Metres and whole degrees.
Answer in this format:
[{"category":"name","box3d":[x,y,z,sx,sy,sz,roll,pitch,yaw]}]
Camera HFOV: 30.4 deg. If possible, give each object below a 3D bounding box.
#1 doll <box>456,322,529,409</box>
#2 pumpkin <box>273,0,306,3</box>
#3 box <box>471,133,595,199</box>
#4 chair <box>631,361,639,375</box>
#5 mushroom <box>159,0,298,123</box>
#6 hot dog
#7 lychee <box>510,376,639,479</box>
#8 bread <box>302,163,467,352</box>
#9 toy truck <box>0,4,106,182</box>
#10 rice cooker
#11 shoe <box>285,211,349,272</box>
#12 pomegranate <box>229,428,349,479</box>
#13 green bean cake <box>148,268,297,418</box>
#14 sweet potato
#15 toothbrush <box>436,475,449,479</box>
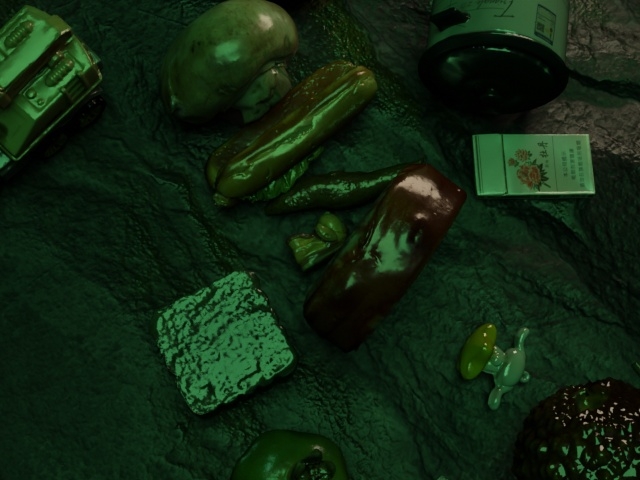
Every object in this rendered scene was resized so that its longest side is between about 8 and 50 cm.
[{"category":"doll","box3d":[0.279,0.182,1.833,0.135,0.071,0.113,-38,86,-19]},{"category":"pumpkin","box3d":[-0.051,-0.527,1.950,0.247,0.248,0.248,1,72,-3]},{"category":"box","box3d":[0.351,-0.122,1.952,0.198,0.029,0.109,-1,72,-4]},{"category":"chair","box3d":[0.590,0.250,1.815,0.095,0.104,0.222,-18,71,-27]},{"category":"mushroom","box3d":[-0.147,-0.275,1.870,0.255,0.255,0.184,-43,108,-15]},{"category":"hot dog","box3d":[-0.050,-0.166,1.902,0.337,0.135,0.100,-40,123,-13]},{"category":"lychee","box3d":[0.404,0.340,1.700,0.267,0.267,0.268,1,72,-3]},{"category":"bread","box3d":[0.091,0.021,1.728,0.114,0.327,0.295,38,94,3]},{"category":"toy truck","box3d":[-0.517,-0.186,1.813,0.405,0.254,0.180,-43,83,-12]},{"category":"rice cooker","box3d":[0.283,-0.321,1.907,0.280,0.241,0.227,29,60,-41]},{"category":"shoe","box3d":[-0.001,0.000,1.869,0.109,0.072,0.069,-38,83,-14]},{"category":"pomegranate","box3d":[-0.034,0.351,1.674,0.186,0.225,0.187,7,66,-15]},{"category":"green bean cake","box3d":[-0.148,0.160,1.797,0.185,0.094,0.183,-26,76,-11]},{"category":"sweet potato","box3d":[0.042,-0.084,1.902,0.273,0.067,0.067,-14,73,-1]},{"category":"toothbrush","box3d":[0.265,0.451,1.766,0.024,0.018,0.257,-40,78,-21]}]
